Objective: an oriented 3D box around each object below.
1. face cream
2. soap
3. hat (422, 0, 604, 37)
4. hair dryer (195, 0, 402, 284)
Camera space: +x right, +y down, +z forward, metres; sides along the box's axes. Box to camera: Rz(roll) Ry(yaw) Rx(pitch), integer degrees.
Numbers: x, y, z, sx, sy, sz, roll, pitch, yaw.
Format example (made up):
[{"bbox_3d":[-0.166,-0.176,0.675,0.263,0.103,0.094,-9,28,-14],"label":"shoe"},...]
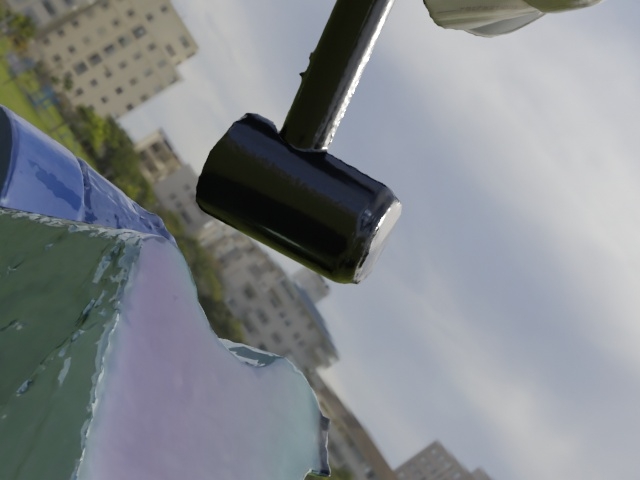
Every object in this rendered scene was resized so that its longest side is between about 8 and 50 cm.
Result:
[{"bbox_3d":[-0.284,0.032,0.958,0.225,0.249,0.249,42,4,-41],"label":"face cream"},{"bbox_3d":[-0.191,0.114,0.539,0.446,0.261,0.156,10,-36,45],"label":"soap"},{"bbox_3d":[0.231,-0.334,1.129,0.161,0.275,0.231,-117,-171,-67],"label":"hat"},{"bbox_3d":[0.026,-0.101,0.623,0.114,0.248,0.070,29,15,11],"label":"hair dryer"}]
